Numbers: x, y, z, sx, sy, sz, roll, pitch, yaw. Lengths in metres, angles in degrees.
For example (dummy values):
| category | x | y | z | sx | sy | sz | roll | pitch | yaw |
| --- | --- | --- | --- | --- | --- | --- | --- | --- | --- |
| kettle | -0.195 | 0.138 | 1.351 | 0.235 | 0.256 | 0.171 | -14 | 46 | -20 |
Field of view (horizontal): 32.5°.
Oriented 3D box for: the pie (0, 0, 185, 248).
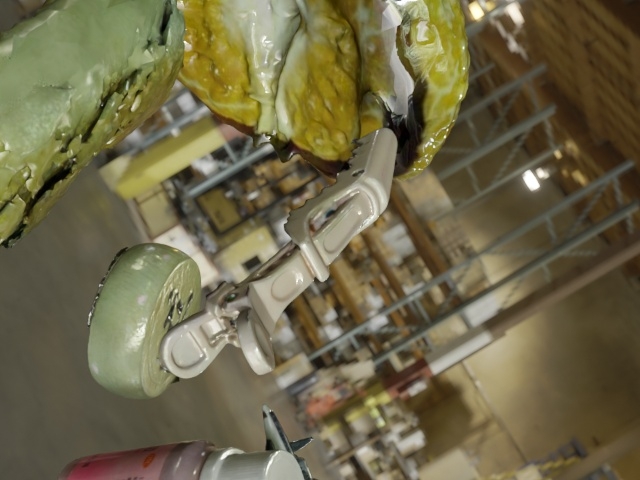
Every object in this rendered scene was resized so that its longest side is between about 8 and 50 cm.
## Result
| category | x | y | z | sx | sy | sz | roll | pitch | yaw |
| --- | --- | --- | --- | --- | --- | --- | --- | --- | --- |
| pie | -0.204 | 0.003 | 0.594 | 0.078 | 0.371 | 0.296 | 40 | 17 | -5 |

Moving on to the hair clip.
| category | x | y | z | sx | sy | sz | roll | pitch | yaw |
| --- | --- | --- | --- | --- | --- | --- | --- | --- | --- |
| hair clip | 0.000 | 0.000 | 0.641 | 0.072 | 0.226 | 0.034 | 1 | -52 | 45 |

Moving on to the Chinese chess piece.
| category | x | y | z | sx | sy | sz | roll | pitch | yaw |
| --- | --- | --- | --- | --- | --- | --- | --- | --- | --- |
| Chinese chess piece | -0.207 | 0.097 | 1.316 | 0.083 | 0.188 | 0.188 | 15 | -11 | 12 |

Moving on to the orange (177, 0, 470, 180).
| category | x | y | z | sx | sy | sz | roll | pitch | yaw |
| --- | --- | --- | --- | --- | --- | --- | --- | --- | --- |
| orange | 0.005 | -0.228 | 1.105 | 0.368 | 0.210 | 0.271 | 29 | -39 | 29 |

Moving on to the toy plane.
| category | x | y | z | sx | sy | sz | roll | pitch | yaw |
| --- | --- | --- | --- | --- | --- | --- | --- | --- | --- |
| toy plane | -0.010 | 0.282 | 1.162 | 0.160 | 0.082 | 0.234 | 173 | -91 | -66 |

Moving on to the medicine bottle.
| category | x | y | z | sx | sy | sz | roll | pitch | yaw |
| --- | --- | --- | --- | --- | --- | --- | --- | --- | --- |
| medicine bottle | -0.143 | 0.273 | 1.098 | 0.147 | 0.247 | 0.147 | -12 | 90 | -69 |
